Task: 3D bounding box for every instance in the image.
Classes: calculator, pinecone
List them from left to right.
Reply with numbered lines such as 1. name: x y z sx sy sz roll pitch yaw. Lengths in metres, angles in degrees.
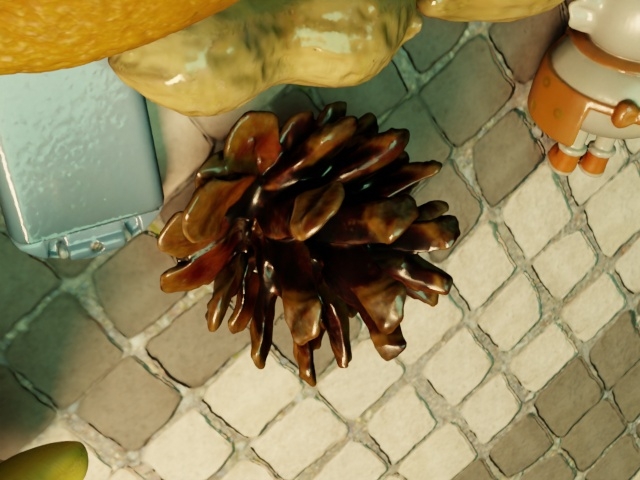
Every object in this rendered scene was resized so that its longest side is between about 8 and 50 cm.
1. calculator: -0.183 -0.084 0.609 0.121 0.039 0.210 -18 118 -22
2. pinecone: 0.002 0.002 0.649 0.229 0.202 0.201 -37 87 -21

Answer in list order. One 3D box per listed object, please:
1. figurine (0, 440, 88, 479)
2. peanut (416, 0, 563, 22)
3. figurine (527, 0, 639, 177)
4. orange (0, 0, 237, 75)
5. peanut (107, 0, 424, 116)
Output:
1. figurine: -0.402 0.167 0.545 0.378 0.266 0.361 40 118 -3
2. peanut: 0.146 -0.281 0.656 0.197 0.110 0.233 14 104 -23
3. figurine: 0.268 -0.161 0.727 0.143 0.143 0.271 -19 156 -20
4. orange: -0.127 -0.248 0.400 0.357 0.322 0.322 -44 125 11
5. peanut: -0.027 -0.151 0.593 0.263 0.117 0.101 -20 111 -35
